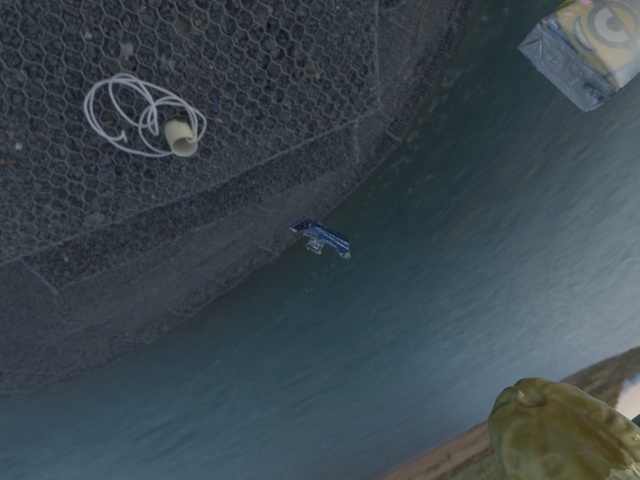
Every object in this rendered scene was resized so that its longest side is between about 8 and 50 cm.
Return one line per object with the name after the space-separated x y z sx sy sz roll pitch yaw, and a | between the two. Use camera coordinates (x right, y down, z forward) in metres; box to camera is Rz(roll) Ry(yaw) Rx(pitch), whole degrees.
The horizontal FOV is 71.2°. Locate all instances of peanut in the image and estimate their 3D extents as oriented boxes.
0.278 0.263 0.408 0.146 0.306 0.147 -15 139 -14 | peanut

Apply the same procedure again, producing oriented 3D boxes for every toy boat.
0.000 0.000 0.553 0.083 0.038 0.038 28 125 -8 | toy boat

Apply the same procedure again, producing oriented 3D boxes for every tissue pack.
0.307 -0.224 0.474 0.148 0.109 0.060 -39 172 -8 | tissue pack

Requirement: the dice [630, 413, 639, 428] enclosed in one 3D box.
0.641 0.348 0.654 0.249 0.252 0.254 -29 158 9 | dice
